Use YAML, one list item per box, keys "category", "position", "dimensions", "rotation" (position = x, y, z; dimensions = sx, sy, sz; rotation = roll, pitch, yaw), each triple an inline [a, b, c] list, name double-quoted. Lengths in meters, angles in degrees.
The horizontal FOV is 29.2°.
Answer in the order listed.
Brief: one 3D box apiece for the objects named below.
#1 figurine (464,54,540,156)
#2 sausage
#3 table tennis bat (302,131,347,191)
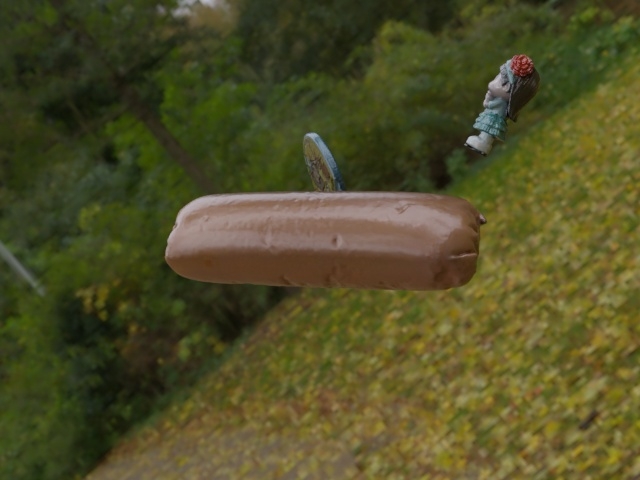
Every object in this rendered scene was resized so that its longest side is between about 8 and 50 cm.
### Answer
- category: "figurine"
  position: [0.181, -0.134, 1.222]
  dimensions: [0.106, 0.047, 0.060]
  rotation: [-60, -18, 7]
- category: "sausage"
  position: [0.001, -0.001, 1.056]
  dimensions: [0.289, 0.086, 0.086]
  rotation: [0, 24, 25]
- category: "table tennis bat"
  position: [0.015, -0.051, 1.327]
  dimensions: [0.019, 0.155, 0.100]
  rotation: [-20, -32, -14]
